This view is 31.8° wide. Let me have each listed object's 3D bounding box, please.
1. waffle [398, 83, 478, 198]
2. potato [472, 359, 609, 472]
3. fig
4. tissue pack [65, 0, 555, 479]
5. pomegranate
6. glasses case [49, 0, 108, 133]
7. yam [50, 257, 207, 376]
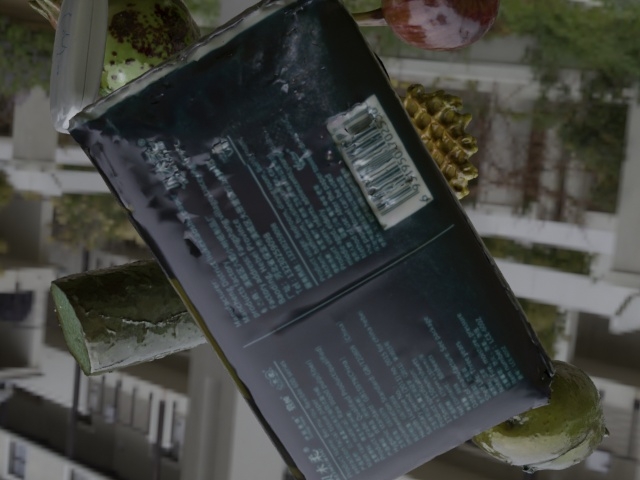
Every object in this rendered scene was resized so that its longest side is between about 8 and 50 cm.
[{"bbox_3d":[0.185,-0.170,2.154,0.253,0.249,0.056,-19,170,37],"label":"waffle"},{"bbox_3d":[0.268,0.221,1.418,0.169,0.144,0.248,-16,166,23],"label":"potato"},{"bbox_3d":[0.147,-0.342,1.606,0.175,0.175,0.207,0,168,-40],"label":"fig"},{"bbox_3d":[0.000,0.000,1.024,0.264,0.417,0.253,-32,-172,3],"label":"tissue pack"},{"bbox_3d":[-0.318,-0.349,1.820,0.204,0.277,0.222,-36,-149,1],"label":"pomegranate"},{"bbox_3d":[-0.316,-0.252,1.474,0.059,0.234,0.092,12,160,-26],"label":"glasses case"},{"bbox_3d":[-0.279,0.108,1.739,0.304,0.168,0.168,-14,-162,-43],"label":"yam"}]
